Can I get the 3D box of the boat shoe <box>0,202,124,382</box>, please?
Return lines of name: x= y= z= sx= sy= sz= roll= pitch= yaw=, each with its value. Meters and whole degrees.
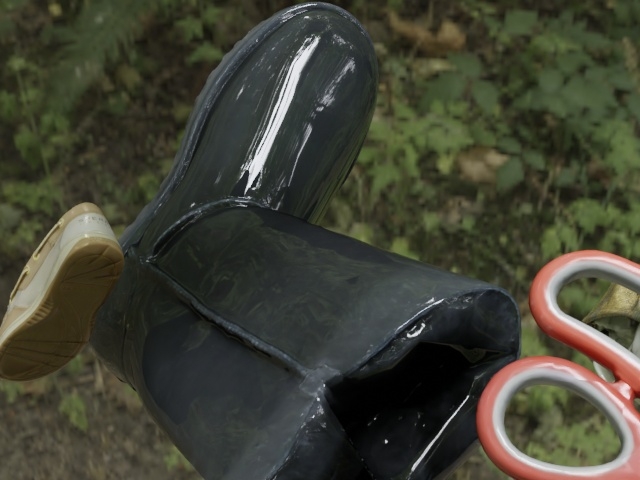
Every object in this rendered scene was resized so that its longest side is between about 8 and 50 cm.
boat shoe: x=-0.196 y=0.039 z=1.075 sx=0.063 sy=0.170 sz=0.059 roll=15 pitch=41 yaw=-33

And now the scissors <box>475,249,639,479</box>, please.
scissors: x=0.194 y=0.115 z=0.582 sx=0.297 sy=0.021 sz=0.109 roll=35 pitch=78 yaw=20

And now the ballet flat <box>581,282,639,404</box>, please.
ballet flat: x=0.302 y=0.097 z=1.276 sx=0.123 sy=0.348 sz=0.123 roll=0 pitch=92 yaw=-2

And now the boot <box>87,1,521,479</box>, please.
boot: x=-0.001 y=0.002 z=1.035 sx=0.367 sy=0.146 sz=0.445 roll=-59 pitch=23 yaw=-2
